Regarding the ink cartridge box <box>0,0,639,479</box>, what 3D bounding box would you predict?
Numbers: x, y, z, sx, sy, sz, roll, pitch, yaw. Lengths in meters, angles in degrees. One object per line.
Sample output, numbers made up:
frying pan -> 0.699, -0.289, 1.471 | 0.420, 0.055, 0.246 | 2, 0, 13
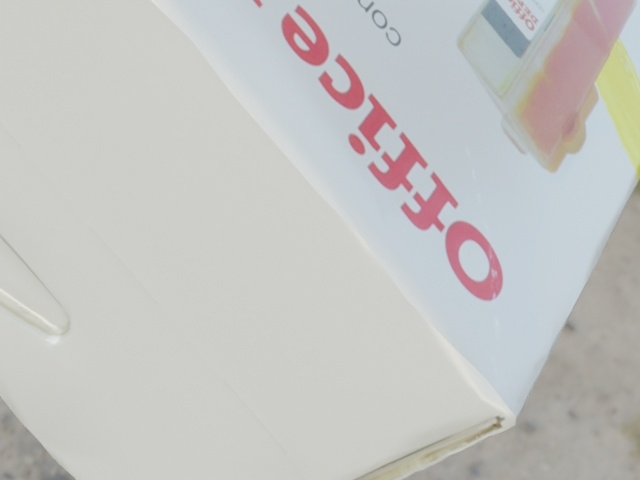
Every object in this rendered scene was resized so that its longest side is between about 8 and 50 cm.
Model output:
ink cartridge box -> -0.005, -0.115, 0.690 | 0.279, 0.160, 0.385 | 49, 41, -12
